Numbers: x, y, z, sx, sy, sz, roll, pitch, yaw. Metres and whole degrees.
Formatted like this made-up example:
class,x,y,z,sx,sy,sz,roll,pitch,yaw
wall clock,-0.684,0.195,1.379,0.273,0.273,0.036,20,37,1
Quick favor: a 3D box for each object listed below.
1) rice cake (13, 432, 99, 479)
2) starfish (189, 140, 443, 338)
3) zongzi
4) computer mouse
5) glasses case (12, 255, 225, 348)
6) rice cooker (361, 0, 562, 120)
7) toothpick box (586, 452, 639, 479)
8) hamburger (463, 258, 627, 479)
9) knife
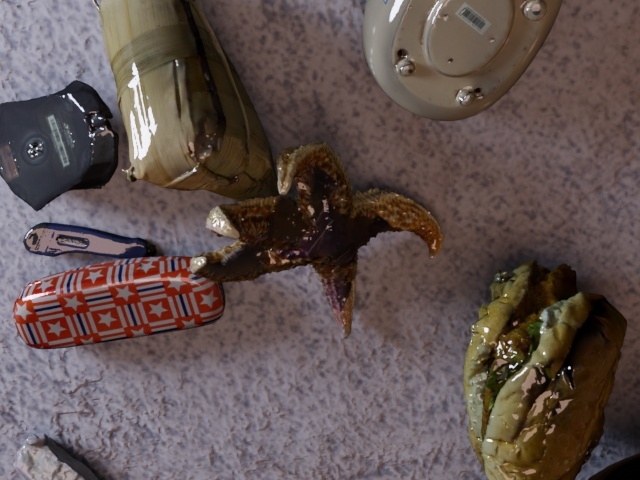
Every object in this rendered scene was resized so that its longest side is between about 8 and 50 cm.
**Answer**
class,x,y,z,sx,sy,sz,roll,pitch,yaw
rice cake,-0.203,0.288,1.234,0.049,0.055,0.270,-44,107,-3
starfish,0.000,-0.002,1.074,0.238,0.071,0.216,-6,140,-20
zongzi,-0.100,-0.121,1.057,0.099,0.197,0.194,-21,74,22
computer mouse,-0.218,-0.083,1.062,0.172,0.057,0.099,-14,92,44
glasses case,-0.186,0.052,1.138,0.195,0.049,0.073,-9,123,6
rice cooker,0.116,-0.192,0.988,0.145,0.127,0.206,25,119,-13
toothpick box,0.329,0.384,1.062,0.409,0.409,0.425,39,102,-12
hamburger,0.202,0.130,1.076,0.130,0.183,0.206,4,115,30
knife,-0.212,0.004,1.138,0.121,0.018,0.031,9,105,-2
